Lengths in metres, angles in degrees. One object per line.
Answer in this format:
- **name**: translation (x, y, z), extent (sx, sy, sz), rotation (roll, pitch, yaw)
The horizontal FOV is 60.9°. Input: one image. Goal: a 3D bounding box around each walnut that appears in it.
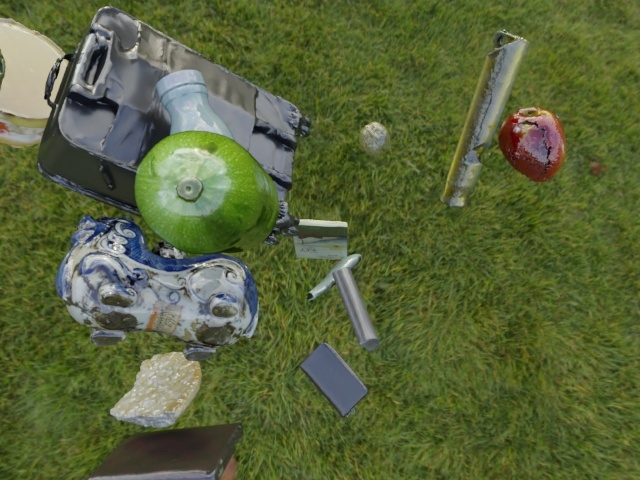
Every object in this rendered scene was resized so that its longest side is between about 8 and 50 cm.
- **walnut**: translation (0.147, -0.276, 1.484), extent (0.092, 0.092, 0.092), rotation (1, 75, -4)

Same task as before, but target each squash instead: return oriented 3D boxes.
- **squash**: translation (-0.090, -0.036, 0.514), extent (0.101, 0.379, 0.102), rotation (0, 92, 1)

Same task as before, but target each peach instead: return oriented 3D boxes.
- **peach**: translation (0.448, -0.195, 1.151), extent (0.092, 0.127, 0.172), rotation (-44, 115, -50)

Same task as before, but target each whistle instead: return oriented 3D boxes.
- **whistle**: translation (0.291, -0.212, 0.997), extent (0.057, 0.327, 0.068), rotation (-11, 38, -32)

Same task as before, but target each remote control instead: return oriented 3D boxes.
- **remote control**: translation (0.046, 0.115, 1.790), extent (0.256, 0.097, 0.045), rotation (-40, 97, -35)

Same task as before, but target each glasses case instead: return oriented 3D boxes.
- **glasses case**: translation (0.081, 0.152, 1.228), extent (0.042, 0.072, 0.191), rotation (-25, 61, 6)

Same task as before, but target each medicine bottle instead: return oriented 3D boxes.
- **medicine bottle**: translation (-0.159, -0.120, 0.751), extent (0.090, 0.090, 0.217), rotation (-20, 87, -9)

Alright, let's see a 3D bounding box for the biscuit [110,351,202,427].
- **biscuit**: translation (-0.322, 0.296, 1.077), extent (0.188, 0.265, 0.040), rotation (-32, 113, -15)

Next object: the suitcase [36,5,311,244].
- **suitcase**: translation (-0.230, -0.172, 0.913), extent (0.433, 0.194, 0.283), rotation (23, 61, -34)

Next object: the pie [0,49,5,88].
- **pie**: translation (-0.585, -0.250, 0.730), extent (0.306, 0.071, 0.307), rotation (3, 85, -39)

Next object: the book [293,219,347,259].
- **book**: translation (0.000, 0.000, 1.957), extent (0.201, 0.289, 0.026), rotation (2, 65, 5)

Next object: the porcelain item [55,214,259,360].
- **porcelain item**: translation (-0.231, 0.063, 0.806), extent (0.287, 0.138, 0.186), rotation (12, 38, -24)

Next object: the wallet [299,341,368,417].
- **wallet**: translation (0.051, 0.478, 1.879), extent (0.250, 0.044, 0.149), rotation (45, 106, 18)

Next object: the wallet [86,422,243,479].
- **wallet**: translation (-0.260, 0.378, 0.952), extent (0.229, 0.182, 0.049), rotation (-9, 95, 9)

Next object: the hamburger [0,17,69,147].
- **hamburger**: translation (-0.727, -0.341, 1.233), extent (0.302, 0.186, 0.261), rotation (-14, 77, -49)
